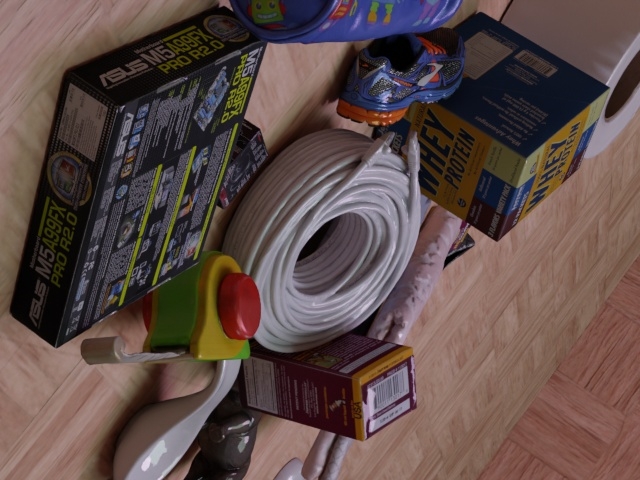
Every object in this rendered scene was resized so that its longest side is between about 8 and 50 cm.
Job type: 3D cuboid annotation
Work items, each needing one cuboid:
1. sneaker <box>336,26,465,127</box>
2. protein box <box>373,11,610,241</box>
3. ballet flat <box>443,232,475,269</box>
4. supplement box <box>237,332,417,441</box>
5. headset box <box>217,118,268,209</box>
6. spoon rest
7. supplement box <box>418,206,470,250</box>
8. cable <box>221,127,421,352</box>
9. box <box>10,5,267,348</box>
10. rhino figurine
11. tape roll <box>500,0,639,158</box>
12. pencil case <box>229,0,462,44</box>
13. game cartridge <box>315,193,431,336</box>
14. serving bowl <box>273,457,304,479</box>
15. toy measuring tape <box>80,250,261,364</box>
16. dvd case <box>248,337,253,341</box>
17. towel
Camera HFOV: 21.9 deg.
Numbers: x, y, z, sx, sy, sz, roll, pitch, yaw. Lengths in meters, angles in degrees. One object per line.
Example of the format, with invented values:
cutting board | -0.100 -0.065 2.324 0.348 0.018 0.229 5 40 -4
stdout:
sneaker | 0.102 -0.200 1.861 0.221 0.083 0.087 -38 146 -50
protein box | 0.203 -0.142 2.005 0.201 0.200 0.136 -38 154 -41
ballet flat | 0.163 0.051 2.449 0.173 0.049 0.057 -53 160 -9
supplement box | 0.005 0.159 1.909 0.104 0.188 0.081 -25 117 -46
headset box | -0.092 -0.075 1.657 0.083 0.032 0.062 -50 160 -14
spoon rest | -0.156 0.184 1.842 0.137 0.084 0.276 -26 144 -56
supplement box | 0.180 -0.016 2.391 0.055 0.043 0.083 -63 160 15
cable | 0.000 0.000 1.843 0.257 0.089 0.257 -33 141 -21
box | -0.162 -0.057 1.478 0.216 0.060 0.270 -34 152 -49
rhino figurine | -0.111 0.214 2.017 0.106 0.073 0.243 -23 139 -51
tape roll | 0.351 -0.255 2.228 0.246 0.169 0.246 -48 160 -24
pencil case | 0.032 -0.253 1.539 0.306 0.119 0.133 -17 122 -61
game cartridge | 0.031 0.060 2.075 0.196 0.060 0.294 -26 145 -63
serving bowl | -0.048 0.368 2.485 0.083 0.027 0.083 -46 159 -24
toy measuring tape | -0.143 0.063 1.625 0.121 0.121 0.330 -59 160 9
dvd case | -0.044 0.122 2.108 0.180 0.022 0.253 -29 147 -55
towel | 0.088 0.136 2.245 0.317 0.053 0.332 -65 177 32
